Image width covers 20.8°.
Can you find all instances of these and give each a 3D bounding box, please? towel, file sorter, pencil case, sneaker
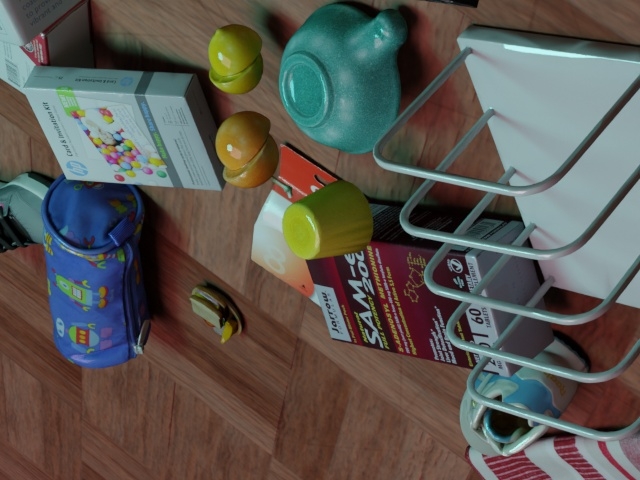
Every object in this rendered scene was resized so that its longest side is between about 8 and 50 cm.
[{"bbox_3d":[0.307,0.293,1.793,0.237,0.037,0.329,52,151,-13],"label":"towel"},{"bbox_3d":[0.187,-0.004,1.404,0.193,0.173,0.278,14,139,42],"label":"file sorter"},{"bbox_3d":[-0.267,0.044,2.105,0.133,0.119,0.306,31,149,16],"label":"pencil case"},{"bbox_3d":[-0.440,-0.003,2.202,0.295,0.178,0.124,6,134,48],"label":"sneaker"},{"bbox_3d":[0.181,0.169,1.727,0.087,0.092,0.229,39,153,6],"label":"sneaker"}]

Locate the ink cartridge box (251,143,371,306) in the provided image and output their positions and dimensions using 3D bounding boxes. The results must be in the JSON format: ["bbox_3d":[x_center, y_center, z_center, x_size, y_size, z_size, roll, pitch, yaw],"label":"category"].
[{"bbox_3d":[0.000,0.000,1.785,0.145,0.045,0.179,34,153,16],"label":"ink cartridge box"}]

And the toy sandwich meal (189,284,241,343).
[{"bbox_3d":[-0.129,0.089,2.083,0.085,0.029,0.085,32,149,21],"label":"toy sandwich meal"}]

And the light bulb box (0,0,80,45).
[{"bbox_3d":[-0.361,-0.397,1.521,0.358,0.225,0.361,17,141,41],"label":"light bulb box"}]

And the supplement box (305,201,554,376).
[{"bbox_3d":[0.095,0.041,1.642,0.239,0.073,0.130,8,124,48],"label":"supplement box"}]

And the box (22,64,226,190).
[{"bbox_3d":[-0.200,-0.117,1.813,0.186,0.038,0.145,6,143,20],"label":"box"}]

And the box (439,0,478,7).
[{"bbox_3d":[-0.036,-0.230,1.314,0.270,0.216,0.060,12,96,27],"label":"box"}]

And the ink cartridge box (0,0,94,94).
[{"bbox_3d":[-0.332,-0.238,1.858,0.175,0.072,0.127,34,150,18],"label":"ink cartridge box"}]

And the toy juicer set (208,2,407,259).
[{"bbox_3d":[-0.007,-0.161,1.547,0.209,0.089,0.329,39,132,34],"label":"toy juicer set"}]
